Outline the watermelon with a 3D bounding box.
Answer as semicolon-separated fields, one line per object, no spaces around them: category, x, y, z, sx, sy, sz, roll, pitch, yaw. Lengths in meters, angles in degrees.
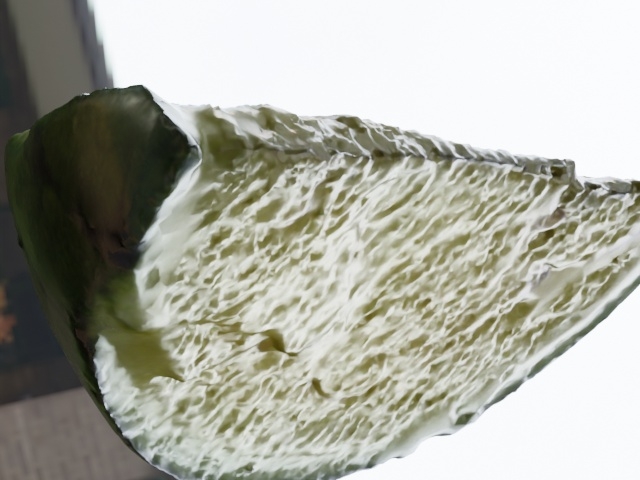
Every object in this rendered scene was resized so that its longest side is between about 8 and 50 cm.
watermelon;-0.007;-0.005;0.407;0.092;0.181;0.075;-52;-121;26
